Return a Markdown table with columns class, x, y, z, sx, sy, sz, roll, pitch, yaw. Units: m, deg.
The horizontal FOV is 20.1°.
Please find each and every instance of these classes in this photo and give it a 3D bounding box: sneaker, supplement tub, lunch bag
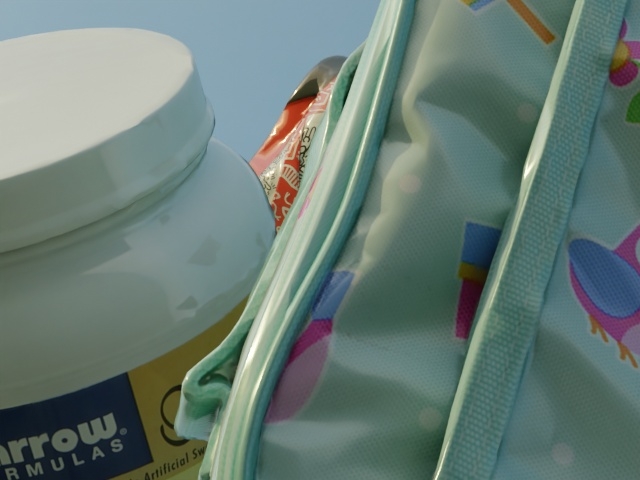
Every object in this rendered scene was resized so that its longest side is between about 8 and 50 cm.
| class | x | y | z | sx | sy | sz | roll | pitch | yaw |
| --- | --- | --- | --- | --- | --- | --- | --- | --- | --- |
| sneaker | 0.000 | -0.001 | 1.294 | 0.145 | 0.270 | 0.090 | 26 | -8 | 42 |
| supplement tub | -0.118 | 0.078 | 0.868 | 0.228 | 0.228 | 0.316 | 0 | -62 | 26 |
| lunch bag | 0.089 | 0.024 | 0.463 | 0.224 | 0.279 | 0.108 | 21 | -31 | -4 |
